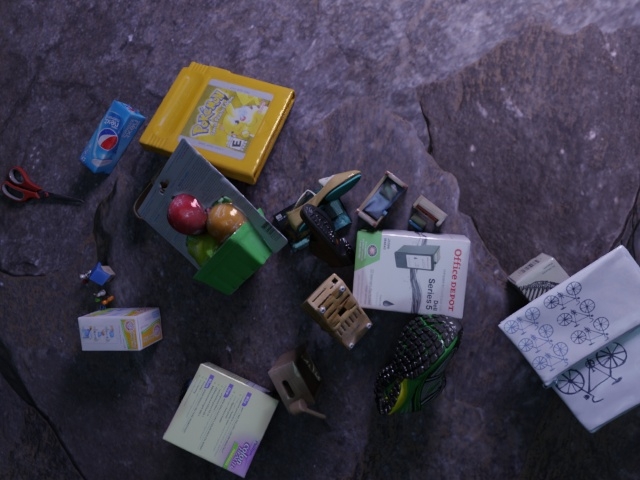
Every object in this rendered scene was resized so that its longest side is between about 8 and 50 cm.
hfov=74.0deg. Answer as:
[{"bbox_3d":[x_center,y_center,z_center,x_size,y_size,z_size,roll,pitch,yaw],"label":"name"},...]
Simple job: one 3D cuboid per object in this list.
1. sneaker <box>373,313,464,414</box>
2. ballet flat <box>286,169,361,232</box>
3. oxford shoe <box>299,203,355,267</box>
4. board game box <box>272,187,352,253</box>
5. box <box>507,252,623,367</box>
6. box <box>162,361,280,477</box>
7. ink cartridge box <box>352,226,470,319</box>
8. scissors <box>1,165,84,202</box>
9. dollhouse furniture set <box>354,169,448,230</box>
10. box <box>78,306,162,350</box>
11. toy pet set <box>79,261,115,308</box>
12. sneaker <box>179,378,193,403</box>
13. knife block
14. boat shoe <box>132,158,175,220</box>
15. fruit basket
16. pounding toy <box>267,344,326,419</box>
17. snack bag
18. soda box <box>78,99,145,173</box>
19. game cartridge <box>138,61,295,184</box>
[{"bbox_3d":[0.262,0.313,1.074,0.147,0.134,0.343,8,128,-21],"label":"sneaker"},{"bbox_3d":[0.000,-0.118,1.102,0.232,0.080,0.073,-42,76,13],"label":"ballet flat"},{"bbox_3d":[0.000,0.000,1.096,0.096,0.082,0.227,-19,128,22],"label":"oxford shoe"},{"bbox_3d":[-0.022,-0.059,1.165,0.186,0.026,0.126,-29,90,14],"label":"board game box"},{"bbox_3d":[0.590,0.171,1.026,0.113,0.094,0.275,-41,87,12],"label":"box"},{"bbox_3d":[-0.267,0.490,1.186,0.243,0.117,0.213,24,76,3],"label":"box"},{"bbox_3d":[0.227,0.077,1.082,0.273,0.115,0.198,5,98,11],"label":"ink cartridge box"},{"bbox_3d":[-0.882,-0.139,1.346,0.297,0.021,0.108,25,99,7],"label":"scissors"},{"bbox_3d":[0.203,-0.069,1.063,0.184,0.129,0.129,38,103,6],"label":"dollhouse furniture set"},{"bbox_3d":[-0.600,0.266,1.282,0.203,0.114,0.103,-4,95,14],"label":"box"},{"bbox_3d":[-0.688,0.134,1.302,0.114,0.065,0.122,-46,77,8],"label":"toy pet set"},{"bbox_3d":[-0.365,0.527,1.288,0.083,0.087,0.221,-29,75,46],"label":"sneaker"},{"bbox_3d":[0.002,0.153,1.062,0.088,0.275,0.242,-46,42,-13],"label":"knife block"},{"bbox_3d":[-0.417,-0.169,1.190,0.324,0.116,0.123,-39,88,14],"label":"boat shoe"},{"bbox_3d":[-0.289,-0.045,1.121,0.353,0.165,0.327,47,128,-2],"label":"fruit basket"},{"bbox_3d":[-0.064,0.410,1.138,0.094,0.206,0.180,-27,91,14],"label":"pounding toy"},{"bbox_3d":[0.638,0.236,0.957,0.323,0.037,0.342,-37,88,11],"label":"snack bag"},{"bbox_3d":[-0.608,-0.297,1.239,0.067,0.071,0.210,39,103,5],"label":"soda box"},{"bbox_3d":[-0.265,-0.318,1.111,0.324,0.052,0.285,19,72,8],"label":"game cartridge"}]
